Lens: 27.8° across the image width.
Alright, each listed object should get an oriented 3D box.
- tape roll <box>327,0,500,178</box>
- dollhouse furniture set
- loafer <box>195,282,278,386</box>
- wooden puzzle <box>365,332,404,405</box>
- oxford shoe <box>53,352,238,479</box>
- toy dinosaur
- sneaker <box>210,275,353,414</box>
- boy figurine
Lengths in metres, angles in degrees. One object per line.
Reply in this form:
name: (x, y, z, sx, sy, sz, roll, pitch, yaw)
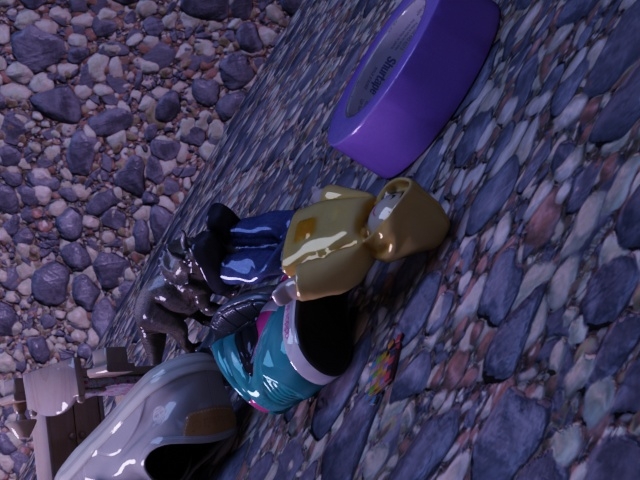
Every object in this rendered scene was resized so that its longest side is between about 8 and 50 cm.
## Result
tape roll: (0.120, -0.220, 1.704, 0.275, 0.090, 0.275, -55, 13, 19)
dollhouse furniture set: (-0.268, 0.264, 1.858, 0.355, 0.303, 0.174, -20, 74, 46)
loafer: (-0.102, 0.114, 1.786, 0.267, 0.096, 0.084, -46, 12, 52)
wooden puzzle: (0.063, 0.131, 1.301, 0.049, 0.006, 0.083, -47, 17, 42)
oxford shoe: (-0.248, 0.319, 1.778, 0.449, 0.169, 0.130, -50, 59, 41)
toy dinosaur: (-0.239, 0.101, 2.167, 0.313, 0.160, 0.121, -49, 16, 34)
sneaker: (-0.041, 0.097, 1.536, 0.178, 0.123, 0.296, -40, 22, 30)
boy figurine: (0.000, 0.000, 1.399, 0.285, 0.092, 0.177, -8, 39, 33)
